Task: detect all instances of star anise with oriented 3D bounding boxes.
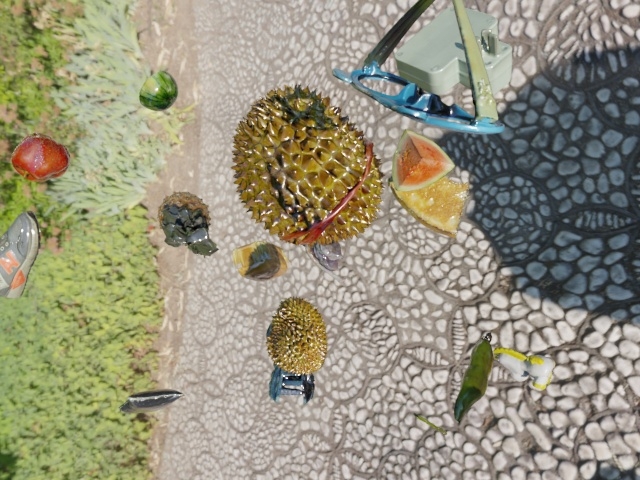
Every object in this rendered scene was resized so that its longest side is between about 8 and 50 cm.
[{"bbox_3d":[0.001,0.000,1.258,0.230,0.081,0.262,-18,85,61],"label":"star anise"}]

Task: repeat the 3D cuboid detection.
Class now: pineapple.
[{"bbox_3d":[-0.338,-0.033,1.179,0.141,0.170,0.310,-45,28,-4],"label":"pineapple"}]

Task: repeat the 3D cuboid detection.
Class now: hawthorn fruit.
[{"bbox_3d":[-0.490,-0.141,0.791,0.093,0.093,0.093,-2,88,43],"label":"hawthorn fruit"}]

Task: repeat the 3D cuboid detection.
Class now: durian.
[{"bbox_3d":[-0.029,-0.157,1.042,0.384,0.347,0.347,39,117,9],"label":"durian"},{"bbox_3d":[-0.049,0.216,0.987,0.168,0.137,0.158,54,148,41],"label":"durian"}]

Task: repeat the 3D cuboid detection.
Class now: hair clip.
[{"bbox_3d":[-0.090,0.358,1.445,0.206,0.195,0.310,-85,1,-66],"label":"hair clip"}]

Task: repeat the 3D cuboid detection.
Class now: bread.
[{"bbox_3d":[-0.200,0.076,1.553,0.136,0.241,0.107,-20,76,10],"label":"bread"}]

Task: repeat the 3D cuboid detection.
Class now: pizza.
[{"bbox_3d":[0.402,-0.160,1.614,0.223,0.089,0.323,-44,72,-7],"label":"pizza"}]

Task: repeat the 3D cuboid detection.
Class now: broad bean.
[{"bbox_3d":[0.464,0.395,1.337,0.077,0.339,0.061,46,136,-6],"label":"broad bean"}]

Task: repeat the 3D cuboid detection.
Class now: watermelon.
[{"bbox_3d":[-0.390,-0.359,1.110,0.062,0.105,0.105,44,120,7],"label":"watermelon"},{"bbox_3d":[0.299,-0.232,1.417,0.193,0.137,0.145,38,129,8],"label":"watermelon"}]

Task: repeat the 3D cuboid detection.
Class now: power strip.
[{"bbox_3d":[0.343,-0.474,1.115,0.229,0.141,0.261,-41,53,-7],"label":"power strip"}]

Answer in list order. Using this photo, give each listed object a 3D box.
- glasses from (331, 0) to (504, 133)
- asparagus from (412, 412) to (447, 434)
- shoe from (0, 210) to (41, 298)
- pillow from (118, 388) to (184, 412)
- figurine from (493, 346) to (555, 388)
[{"bbox_3d":[0.139,-0.203,0.472,0.207,0.102,0.239,-46,37,12],"label":"glasses"},{"bbox_3d":[0.332,0.554,1.364,0.013,0.166,0.016,-45,27,14],"label":"asparagus"},{"bbox_3d":[-0.595,0.030,0.859,0.074,0.077,0.194,43,112,34],"label":"shoe"},{"bbox_3d":[-0.465,0.438,1.233,0.208,0.141,0.055,-40,52,52],"label":"pillow"},{"bbox_3d":[0.603,0.367,1.349,0.109,0.129,0.178,-54,24,-21],"label":"figurine"}]
